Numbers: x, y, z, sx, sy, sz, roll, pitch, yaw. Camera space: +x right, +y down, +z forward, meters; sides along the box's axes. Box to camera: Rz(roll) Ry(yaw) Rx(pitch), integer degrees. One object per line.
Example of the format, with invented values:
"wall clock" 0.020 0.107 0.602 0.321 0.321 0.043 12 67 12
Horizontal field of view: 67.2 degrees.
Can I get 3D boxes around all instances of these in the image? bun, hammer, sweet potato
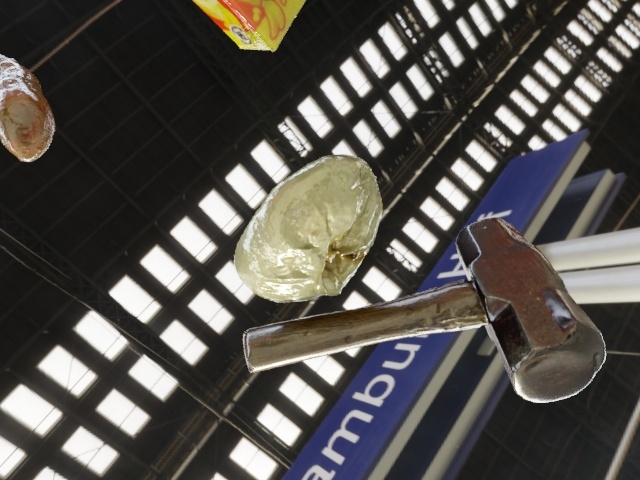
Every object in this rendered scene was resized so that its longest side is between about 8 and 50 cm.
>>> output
"bun" 0.000 0.000 0.606 0.222 0.222 0.127 -39 -103 -23
"hammer" 0.087 0.098 0.599 0.409 0.242 0.095 -13 -57 10
"sweet potato" -0.292 -0.141 0.454 0.050 0.050 0.214 -25 -130 -24

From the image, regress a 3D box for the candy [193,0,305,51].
"candy" -0.123 -0.351 0.516 0.276 0.088 0.146 33 -96 -46
